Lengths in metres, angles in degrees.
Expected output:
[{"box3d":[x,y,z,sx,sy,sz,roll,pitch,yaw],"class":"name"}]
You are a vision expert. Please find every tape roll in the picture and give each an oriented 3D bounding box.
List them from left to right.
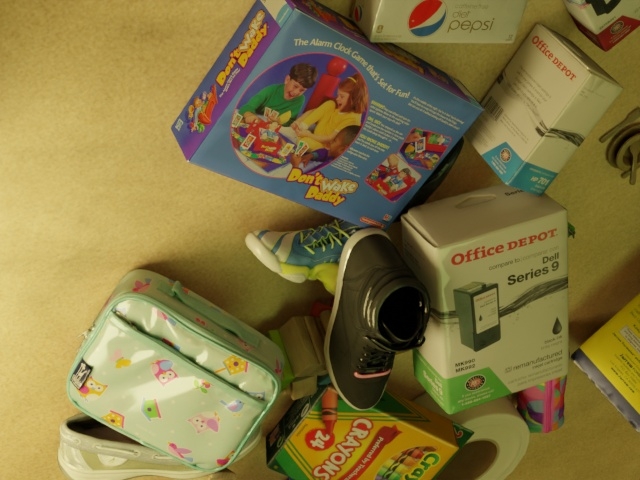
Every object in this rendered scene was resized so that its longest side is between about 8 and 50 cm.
[{"box3d":[0.254,0.394,1.960,0.286,0.100,0.286,-16,134,-17],"class":"tape roll"}]

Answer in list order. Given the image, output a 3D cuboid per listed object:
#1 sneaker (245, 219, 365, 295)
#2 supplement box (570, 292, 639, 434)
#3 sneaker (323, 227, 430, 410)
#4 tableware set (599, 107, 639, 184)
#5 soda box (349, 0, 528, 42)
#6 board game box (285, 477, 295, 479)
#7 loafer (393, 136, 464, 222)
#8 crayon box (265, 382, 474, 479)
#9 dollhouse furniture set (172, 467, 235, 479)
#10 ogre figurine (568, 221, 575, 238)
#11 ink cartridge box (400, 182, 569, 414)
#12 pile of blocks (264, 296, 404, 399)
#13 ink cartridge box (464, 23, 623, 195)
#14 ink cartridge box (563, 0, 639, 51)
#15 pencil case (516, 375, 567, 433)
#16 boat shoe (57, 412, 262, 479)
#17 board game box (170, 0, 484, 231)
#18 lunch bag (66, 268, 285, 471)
[{"box3d":[0.000,0.000,1.475,0.240,0.091,0.126,23,105,-49],"class":"sneaker"},{"box3d":[0.667,0.164,1.869,0.356,0.195,0.194,-46,158,15],"class":"supplement box"},{"box3d":[0.079,0.144,1.439,0.104,0.147,0.296,-7,119,-19],"class":"sneaker"},{"box3d":[0.548,-0.176,1.640,0.194,0.039,0.128,-40,137,9],"class":"tableware set"},{"box3d":[0.150,-0.295,1.287,0.216,0.069,0.074,-5,131,-26],"class":"soda box"},{"box3d":[0.041,0.475,1.953,0.160,0.047,0.210,-35,138,4],"class":"board game box"},{"box3d":[0.149,-0.095,1.488,0.170,0.062,0.061,-47,157,21],"class":"loafer"},{"box3d":[0.091,0.357,1.767,0.318,0.081,0.202,26,115,-19],"class":"crayon box"},{"box3d":[-0.076,0.469,1.744,0.355,0.303,0.174,13,92,-37],"class":"dollhouse furniture set"},{"box3d":[0.326,0.030,1.674,0.197,0.097,0.118,-23,157,13],"class":"ogre figurine"},{"box3d":[0.242,0.081,1.497,0.211,0.121,0.289,-16,120,-14],"class":"ink cartridge box"},{"box3d":[-0.010,0.161,1.604,0.362,0.112,0.149,-14,154,-12],"class":"pile of blocks"},{"box3d":[0.303,-0.180,1.425,0.082,0.139,0.191,16,120,-37],"class":"ink cartridge box"},{"box3d":[0.379,-0.356,1.355,0.127,0.072,0.175,-39,137,9],"class":"ink cartridge box"},{"box3d":[0.418,0.271,1.939,0.104,0.104,0.236,-22,137,-10],"class":"pencil case"},{"box3d":[-0.241,0.296,1.584,0.320,0.118,0.103,-3,135,-18],"class":"boat shoe"},{"box3d":[0.016,-0.158,1.331,0.347,0.078,0.233,20,118,-40],"class":"board game box"},{"box3d":[-0.201,0.178,1.421,0.279,0.108,0.224,30,116,-10],"class":"lunch bag"}]
